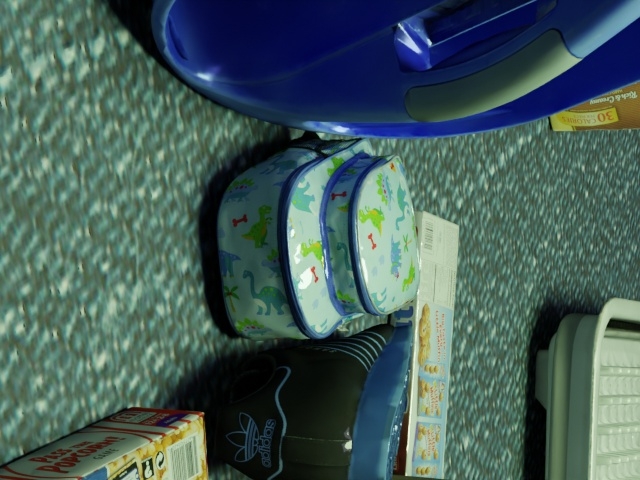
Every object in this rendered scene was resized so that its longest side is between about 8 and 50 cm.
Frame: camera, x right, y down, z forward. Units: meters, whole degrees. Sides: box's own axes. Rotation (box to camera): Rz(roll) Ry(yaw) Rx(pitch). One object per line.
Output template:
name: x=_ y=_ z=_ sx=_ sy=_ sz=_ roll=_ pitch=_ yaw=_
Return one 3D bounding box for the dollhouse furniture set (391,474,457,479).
dollhouse furniture set: x=0.037 y=0.261 z=0.778 sx=0.259 sy=0.135 sz=0.262 roll=9 pitch=84 yaw=-77

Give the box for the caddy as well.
caddy: x=0.076 y=-0.144 z=0.701 sx=0.241 sy=0.341 sz=0.179 roll=18 pitch=64 yaw=-40

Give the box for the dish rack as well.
dish rack: x=0.245 y=0.218 z=1.313 sx=0.285 sy=0.072 sz=0.333 roll=10 pitch=82 yaw=-62

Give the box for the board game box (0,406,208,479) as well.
board game box: x=-0.098 y=0.186 z=0.674 sx=0.147 sy=0.045 sz=0.194 roll=-19 pitch=107 yaw=-62

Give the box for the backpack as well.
backpack: x=0.000 y=0.000 z=0.818 sx=0.114 sy=0.084 sz=0.105 roll=-28 pitch=114 yaw=-56

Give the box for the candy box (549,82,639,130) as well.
candy box: x=0.227 y=-0.179 z=1.224 sx=0.053 sy=0.109 sz=0.187 roll=-56 pitch=138 yaw=-47

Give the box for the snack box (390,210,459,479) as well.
snack box: x=0.066 y=0.073 z=1.015 sx=0.064 sy=0.022 sz=0.178 roll=18 pitch=75 yaw=-63

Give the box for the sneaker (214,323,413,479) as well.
sneaker: x=0.001 y=0.085 z=0.836 sx=0.232 sy=0.090 sz=0.081 roll=-27 pitch=125 yaw=-84
